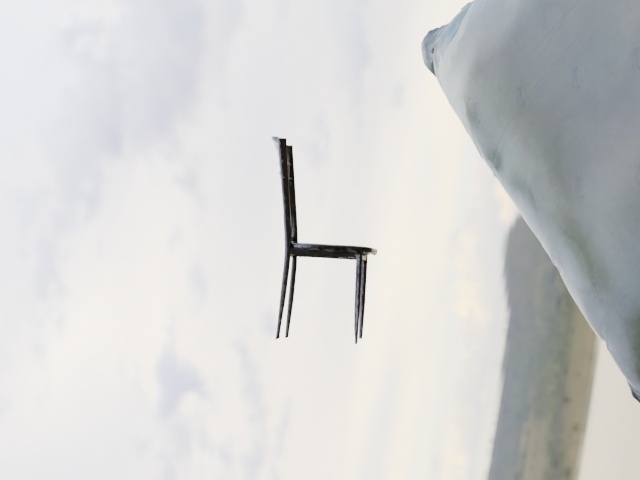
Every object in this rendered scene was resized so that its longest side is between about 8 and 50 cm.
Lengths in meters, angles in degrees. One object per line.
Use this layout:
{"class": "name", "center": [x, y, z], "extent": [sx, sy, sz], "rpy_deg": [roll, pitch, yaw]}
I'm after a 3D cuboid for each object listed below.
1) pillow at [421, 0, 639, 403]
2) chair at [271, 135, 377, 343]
{"class": "pillow", "center": [0.156, -0.100, 0.459], "extent": [0.074, 0.185, 0.302], "rpy_deg": [0, -37, -40]}
{"class": "chair", "center": [0.002, -0.001, 0.588], "extent": [0.037, 0.042, 0.086], "rpy_deg": [10, -102, -85]}
